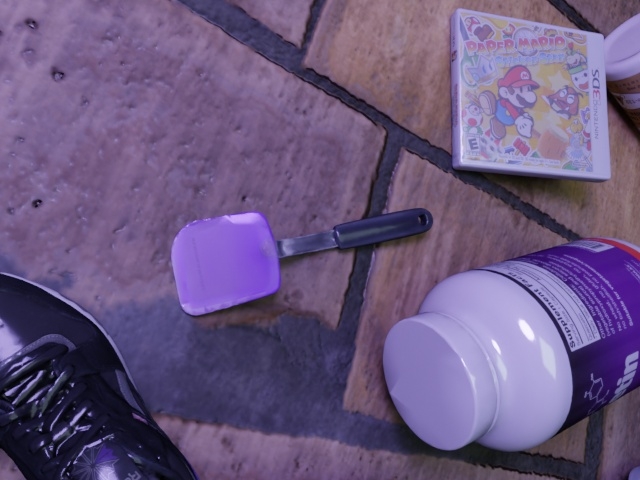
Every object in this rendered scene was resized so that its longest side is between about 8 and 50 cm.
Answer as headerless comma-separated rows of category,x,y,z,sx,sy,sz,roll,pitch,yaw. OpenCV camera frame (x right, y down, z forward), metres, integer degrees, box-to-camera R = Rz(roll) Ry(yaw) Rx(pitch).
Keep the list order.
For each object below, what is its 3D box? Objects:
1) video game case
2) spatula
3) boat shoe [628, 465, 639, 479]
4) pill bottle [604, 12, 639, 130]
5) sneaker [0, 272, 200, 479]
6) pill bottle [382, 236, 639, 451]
video game case,0.277,-0.186,0.682,0.226,0.026,0.207,3,83,-14
spatula,0.000,0.000,0.526,0.296,0.030,0.084,-12,88,-31
boat shoe,0.534,0.382,0.755,0.306,0.113,0.105,7,87,-45
pill bottle,0.549,-0.237,0.818,0.229,0.131,0.131,39,67,-21
sneaker,-0.158,0.133,0.363,0.107,0.124,0.283,-43,106,-27
pill bottle,0.231,0.107,0.563,0.322,0.181,0.182,-12,90,-31
